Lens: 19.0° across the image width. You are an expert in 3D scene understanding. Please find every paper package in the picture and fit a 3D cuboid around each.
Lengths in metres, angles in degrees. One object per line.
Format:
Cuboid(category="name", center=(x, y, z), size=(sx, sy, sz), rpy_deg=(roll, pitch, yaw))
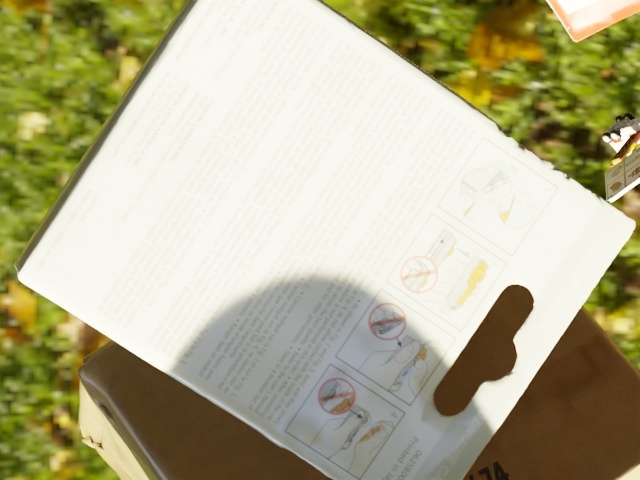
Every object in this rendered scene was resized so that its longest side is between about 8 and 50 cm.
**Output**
Cuboid(category="paper package", center=(0.040, 0.146, 1.382), size=(0.309, 0.325, 0.168), rpy_deg=(51, 162, 21))

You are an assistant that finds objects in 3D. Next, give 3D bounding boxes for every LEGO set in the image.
Cuboid(category="LEGO set", center=(0.370, -0.123, 1.944), size=(0.182, 0.244, 0.060), rpy_deg=(-37, 106, 19))

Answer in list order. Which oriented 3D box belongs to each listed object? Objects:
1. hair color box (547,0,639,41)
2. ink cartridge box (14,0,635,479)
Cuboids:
Cuboid(category="hair color box", center=(0.133, -0.198, 1.041), size=(0.053, 0.093, 0.167), rpy_deg=(-24, 37, 25))
Cuboid(category="ink cartridge box", center=(0.000, 0.000, 0.915), size=(0.232, 0.066, 0.189), rpy_deg=(33, 94, -11))
